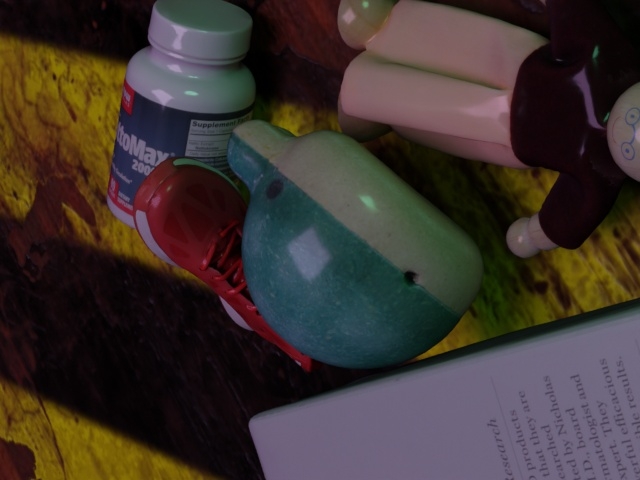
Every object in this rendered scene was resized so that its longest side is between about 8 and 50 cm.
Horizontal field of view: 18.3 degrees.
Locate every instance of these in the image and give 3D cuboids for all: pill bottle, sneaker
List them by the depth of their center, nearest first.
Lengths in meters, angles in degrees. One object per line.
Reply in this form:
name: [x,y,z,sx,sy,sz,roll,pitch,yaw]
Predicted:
sneaker: [-0.044,0.022,1.520,0.128,0.221,0.087,31,82,40]
pill bottle: [-0.110,-0.102,1.614,0.108,0.108,0.180,34,124,39]

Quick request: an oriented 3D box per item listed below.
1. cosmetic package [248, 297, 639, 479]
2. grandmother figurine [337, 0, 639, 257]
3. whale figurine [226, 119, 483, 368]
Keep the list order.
cosmetic package: [0.189,0.122,1.236,0.453,0.230,0.162,-20,86,50]
grandmother figurine: [0.147,-0.086,1.332,0.342,0.104,0.208,16,121,49]
whale figurine: [0.000,0.000,1.442,0.141,0.216,0.272,-52,29,0]
